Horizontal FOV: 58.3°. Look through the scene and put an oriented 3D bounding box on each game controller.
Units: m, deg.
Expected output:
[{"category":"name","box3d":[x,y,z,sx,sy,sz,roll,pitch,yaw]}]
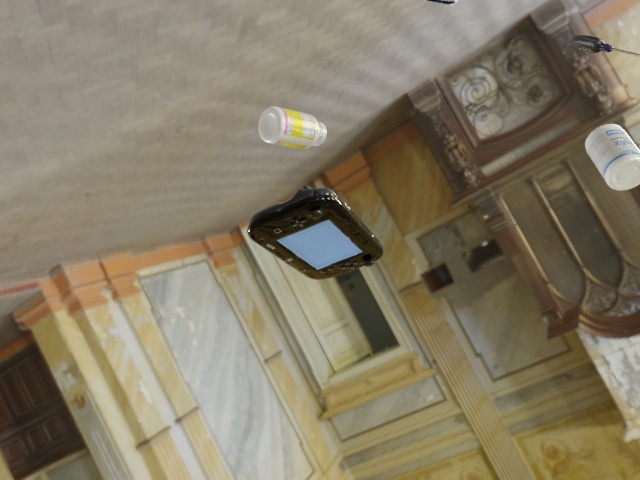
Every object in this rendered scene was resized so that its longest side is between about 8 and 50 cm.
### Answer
[{"category":"game controller","box3d":[0.000,0.000,1.045,0.166,0.067,0.319,-29,151,12]}]

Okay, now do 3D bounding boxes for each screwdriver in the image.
[{"category":"screwdriver","box3d":[0.437,-0.275,0.839,0.024,0.170,0.025,-38,133,-4]}]

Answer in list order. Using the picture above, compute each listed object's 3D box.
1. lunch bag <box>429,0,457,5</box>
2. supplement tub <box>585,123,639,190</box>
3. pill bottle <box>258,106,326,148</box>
[{"category":"lunch bag","box3d":[0.246,-0.512,1.170,0.083,0.071,0.053,-7,114,-73]},{"category":"supplement tub","box3d":[0.506,-0.143,0.982,0.071,0.071,0.107,-30,-142,23]},{"category":"pill bottle","box3d":[-0.032,-0.135,0.696,0.083,0.043,0.043,1,156,-47]}]
